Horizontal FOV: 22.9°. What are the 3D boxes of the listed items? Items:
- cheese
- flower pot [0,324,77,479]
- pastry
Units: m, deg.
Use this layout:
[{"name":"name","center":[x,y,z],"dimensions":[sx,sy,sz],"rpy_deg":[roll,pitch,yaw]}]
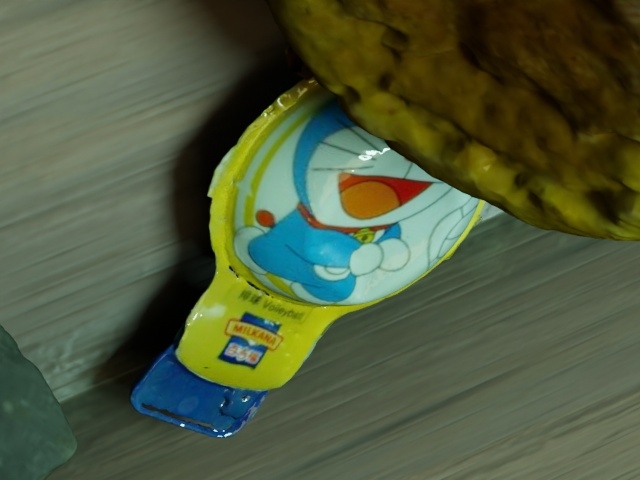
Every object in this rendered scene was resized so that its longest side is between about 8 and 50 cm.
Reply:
[{"name":"cheese","center":[0.000,0.000,0.858],"dimensions":[0.177,0.069,0.270],"rpy_deg":[24,111,-41]},{"name":"flower pot","center":[-0.261,0.148,0.688],"dimensions":[0.251,0.379,0.379],"rpy_deg":[-28,139,-38]},{"name":"pastry","center":[0.107,-0.140,0.629],"dimensions":[0.164,0.356,0.356],"rpy_deg":[-48,144,-33]}]
